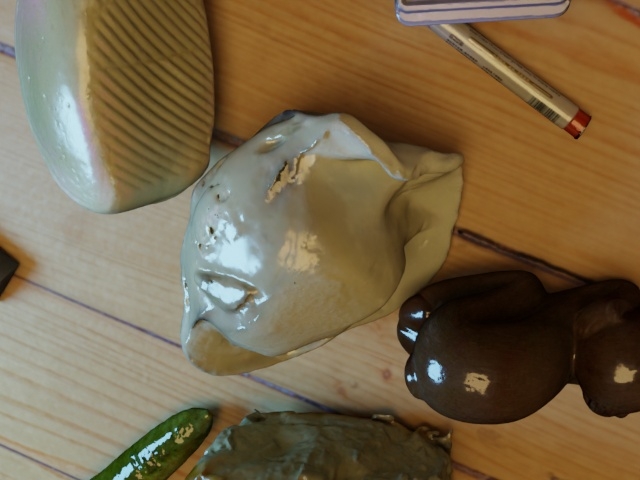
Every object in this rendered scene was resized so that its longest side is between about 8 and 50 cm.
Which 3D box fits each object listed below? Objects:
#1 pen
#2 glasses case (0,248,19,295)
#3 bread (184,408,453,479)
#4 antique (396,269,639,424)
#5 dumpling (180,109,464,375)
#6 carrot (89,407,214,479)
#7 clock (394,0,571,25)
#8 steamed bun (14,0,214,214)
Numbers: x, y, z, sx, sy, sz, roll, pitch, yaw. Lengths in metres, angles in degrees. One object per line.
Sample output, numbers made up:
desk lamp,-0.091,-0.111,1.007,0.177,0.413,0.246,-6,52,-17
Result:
pen,0.148,-0.164,0.805,0.218,0.026,0.026,37,116,-1
glasses case,-0.432,-0.004,1.021,0.191,0.042,0.072,41,124,-4
bread,-0.009,0.321,0.938,0.279,0.225,0.250,7,113,11
antique,0.204,0.103,0.824,0.257,0.143,0.121,3,112,-2
dumpling,0.000,0.000,0.864,0.243,0.187,0.318,8,133,-32
carrot,-0.246,0.301,1.083,0.358,0.074,0.074,-40,98,23
clock,0.127,-0.273,0.726,0.145,0.073,0.193,-1,105,13
steamed bun,-0.196,-0.151,0.832,0.153,0.170,0.238,15,115,34
